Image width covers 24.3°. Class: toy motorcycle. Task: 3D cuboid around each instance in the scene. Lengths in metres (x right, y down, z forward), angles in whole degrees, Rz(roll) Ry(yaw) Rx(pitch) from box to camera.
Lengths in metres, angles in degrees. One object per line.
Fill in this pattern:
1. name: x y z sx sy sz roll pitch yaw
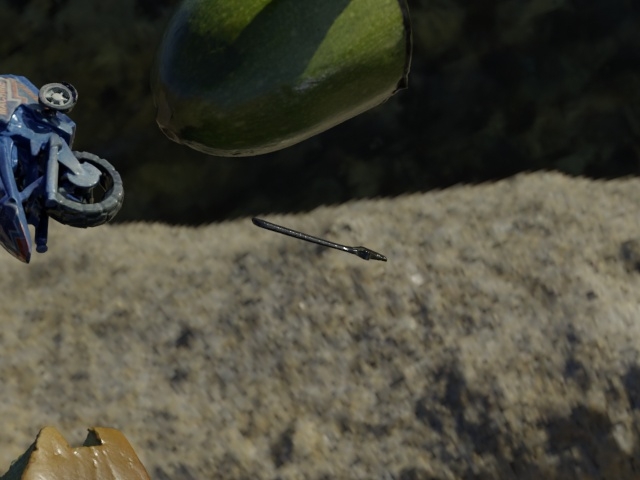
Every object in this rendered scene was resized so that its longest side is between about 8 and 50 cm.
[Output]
1. toy motorcycle: -0.230 -0.071 1.032 0.205 0.076 0.114 43 49 19

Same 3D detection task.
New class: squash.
1. squash: -0.092 -0.257 1.931 0.309 0.310 0.310 -28 42 -31

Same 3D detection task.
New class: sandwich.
1. sandwich: -0.317 0.299 1.724 0.122 0.235 0.128 -46 60 20

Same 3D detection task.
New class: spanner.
1. spanner: 0.000 0.000 1.932 0.046 0.208 0.012 31 103 60
